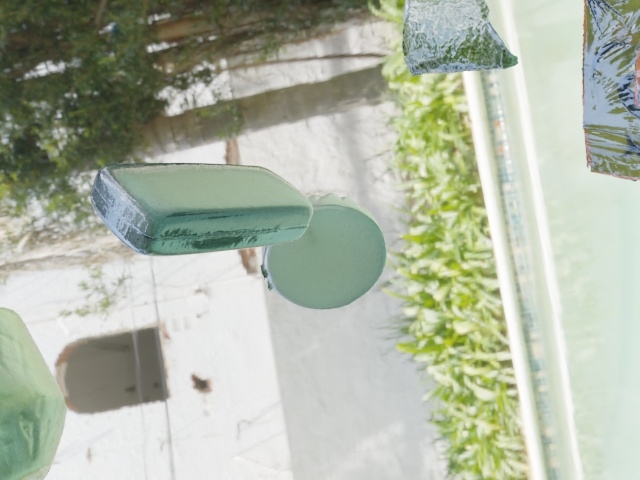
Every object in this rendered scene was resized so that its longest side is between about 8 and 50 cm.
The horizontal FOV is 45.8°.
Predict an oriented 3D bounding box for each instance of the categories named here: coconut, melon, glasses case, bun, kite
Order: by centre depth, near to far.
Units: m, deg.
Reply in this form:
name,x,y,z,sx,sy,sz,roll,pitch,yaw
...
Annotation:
name,x,y,z,sx,sy,sz,roll,pitch,yaw
kite,0.410,-0.176,0.843,0.327,0.013,0.377,47,150,4
melon,0.159,-0.250,0.918,0.093,0.139,0.203,9,-135,-44
glasses case,-0.147,-0.047,1.023,0.131,0.074,0.323,42,-153,27
coconut,-0.659,0.295,1.313,0.344,0.415,0.416,61,-161,-76
bun,0.000,0.000,1.603,0.175,0.263,0.263,-102,-4,-57
